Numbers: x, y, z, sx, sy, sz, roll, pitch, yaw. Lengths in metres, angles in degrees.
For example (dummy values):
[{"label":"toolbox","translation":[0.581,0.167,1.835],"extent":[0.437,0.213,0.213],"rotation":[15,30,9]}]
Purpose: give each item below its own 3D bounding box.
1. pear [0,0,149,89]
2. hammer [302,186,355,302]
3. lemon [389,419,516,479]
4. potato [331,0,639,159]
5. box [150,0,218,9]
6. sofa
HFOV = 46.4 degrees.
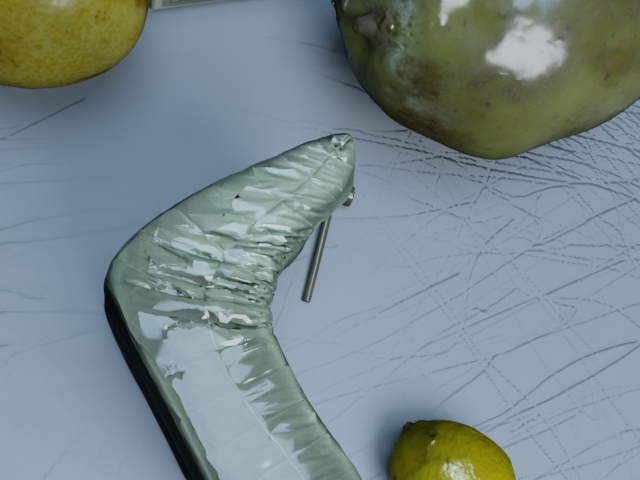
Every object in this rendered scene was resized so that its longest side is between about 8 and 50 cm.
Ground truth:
[{"label":"pear","translation":[-0.227,-0.216,0.546],"extent":[0.209,0.209,0.208],"rotation":[4,75,-14]},{"label":"hammer","translation":[0.000,0.000,0.644],"extent":[0.036,0.019,0.110],"rotation":[17,77,-10]},{"label":"lemon","translation":[0.107,0.186,0.585],"extent":[0.111,0.082,0.082],"rotation":[30,70,-6]},{"label":"potato","translation":[0.174,-0.202,0.632],"extent":[0.326,0.221,0.243],"rotation":[-36,98,-21]},{"label":"box","translation":[-0.103,-0.348,0.678],"extent":[0.164,0.069,0.256],"rotation":[-13,79,-17]},{"label":"sofa","translation":[-0.030,0.081,0.515],"extent":[0.176,0.210,0.225],"rotation":[-27,80,-21]}]
